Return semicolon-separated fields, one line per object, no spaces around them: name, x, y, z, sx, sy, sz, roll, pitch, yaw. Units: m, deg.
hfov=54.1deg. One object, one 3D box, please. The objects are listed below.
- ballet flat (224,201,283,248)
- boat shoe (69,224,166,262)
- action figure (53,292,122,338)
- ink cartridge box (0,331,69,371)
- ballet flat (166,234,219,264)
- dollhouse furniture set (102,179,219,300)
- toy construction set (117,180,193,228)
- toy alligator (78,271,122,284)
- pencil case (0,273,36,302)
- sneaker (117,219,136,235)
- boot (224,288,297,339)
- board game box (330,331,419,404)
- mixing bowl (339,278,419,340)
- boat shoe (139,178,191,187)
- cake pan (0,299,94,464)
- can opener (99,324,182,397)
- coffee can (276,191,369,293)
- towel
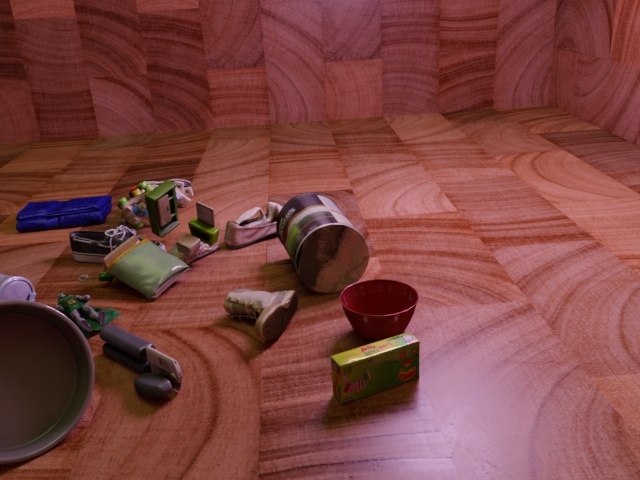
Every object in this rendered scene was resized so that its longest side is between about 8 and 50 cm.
ballet flat;-0.177;-0.065;2.059;0.316;0.106;0.108;-23;29;-39
boat shoe;-0.637;0.005;1.958;0.307;0.104;0.113;2;24;14
action figure;-0.626;0.179;1.608;0.137;0.063;0.232;-26;28;-36
ink cartridge box;-0.630;0.265;1.294;0.189;0.232;0.066;-22;69;-39
ballet flat;-0.406;0.025;1.914;0.091;0.077;0.241;11;27;30
dollhouse furniture set;-0.452;-0.006;1.765;0.198;0.151;0.301;25;46;19
toy construction set;-0.609;-0.151;2.270;0.215;0.151;0.327;-22;8;20
toy alligator;-0.593;0.101;1.801;0.190;0.056;0.051;-10;-18;-12
pencil case;-0.900;0.133;1.683;0.273;0.113;0.124;8;15;24
sneaker;-0.657;-0.040;2.115;0.038;0.069;0.098;3;24;13
boot;-0.161;0.174;1.525;0.165;0.077;0.213;4;19;16
board game box;0.113;0.256;1.265;0.182;0.092;0.043;-13;25;-22
mixing bowl;0.137;0.172;1.455;0.182;0.098;0.181;-3;22;1
boat shoe;-0.627;-0.204;2.545;0.206;0.075;0.064;-5;65;-18
cake pan;-0.573;0.257;1.156;0.293;0.293;0.054;-23;5;-39
can opener;-0.403;0.261;1.352;0.284;0.075;0.095;14;27;38
coffee can;0.000;0.000;1.753;0.202;0.201;0.275;-9;23;-12
towel;-0.948;-0.114;2.327;0.309;0.076;0.227;-6;24;-7
